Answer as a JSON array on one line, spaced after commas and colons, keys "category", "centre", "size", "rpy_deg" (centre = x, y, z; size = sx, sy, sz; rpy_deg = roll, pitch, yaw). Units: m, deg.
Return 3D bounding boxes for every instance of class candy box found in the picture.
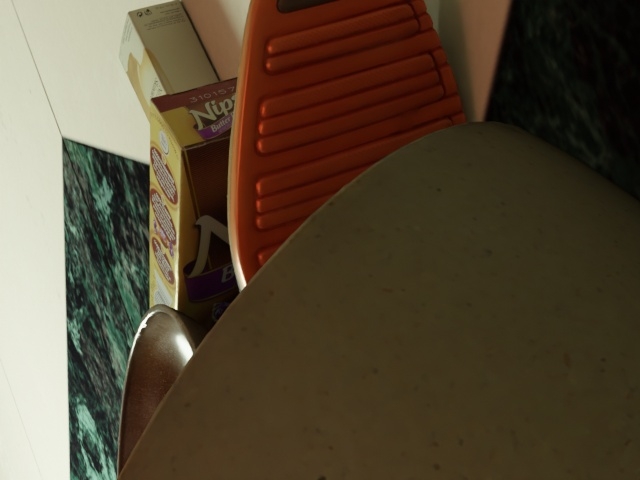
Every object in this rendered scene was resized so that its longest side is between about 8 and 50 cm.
[{"category": "candy box", "centre": [-0.046, -0.014, 1.021], "size": [0.053, 0.109, 0.186], "rpy_deg": [55, 153, 39]}]

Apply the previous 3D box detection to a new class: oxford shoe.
[{"category": "oxford shoe", "centre": [0.000, 0.000, 0.906], "size": [0.133, 0.130, 0.363], "rpy_deg": [-129, 30, -54]}]

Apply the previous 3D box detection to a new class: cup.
[{"category": "cup", "centre": [0.099, 0.154, 0.594], "size": [0.237, 0.331, 0.331], "rpy_deg": [27, 136, 27]}]

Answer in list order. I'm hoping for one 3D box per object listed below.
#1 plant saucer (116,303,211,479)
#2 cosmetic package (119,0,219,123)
[{"category": "plant saucer", "centre": [-0.066, 0.190, 0.970], "size": [0.310, 0.050, 0.310], "rpy_deg": [177, 90, -73]}, {"category": "cosmetic package", "centre": [-0.098, -0.102, 1.172], "size": [0.115, 0.041, 0.060], "rpy_deg": [63, 156, 23]}]
